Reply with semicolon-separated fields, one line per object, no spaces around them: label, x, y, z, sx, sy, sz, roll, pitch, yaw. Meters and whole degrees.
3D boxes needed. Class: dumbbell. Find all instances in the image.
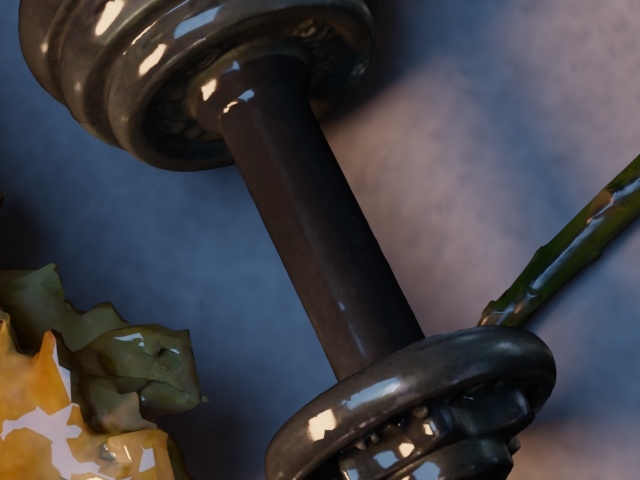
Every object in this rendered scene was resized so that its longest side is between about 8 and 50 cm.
dumbbell;0.000;0.000;0.464;0.110;0.110;0.255;-32;65;16

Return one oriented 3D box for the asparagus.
asparagus;0.075;-0.001;0.484;0.127;0.015;0.018;-46;62;10

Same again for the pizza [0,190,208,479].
pizza;-0.207;0.040;0.550;0.406;0.130;0.440;23;77;27
